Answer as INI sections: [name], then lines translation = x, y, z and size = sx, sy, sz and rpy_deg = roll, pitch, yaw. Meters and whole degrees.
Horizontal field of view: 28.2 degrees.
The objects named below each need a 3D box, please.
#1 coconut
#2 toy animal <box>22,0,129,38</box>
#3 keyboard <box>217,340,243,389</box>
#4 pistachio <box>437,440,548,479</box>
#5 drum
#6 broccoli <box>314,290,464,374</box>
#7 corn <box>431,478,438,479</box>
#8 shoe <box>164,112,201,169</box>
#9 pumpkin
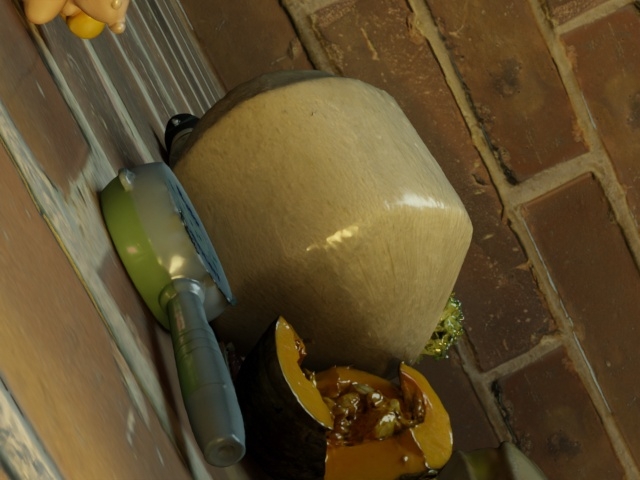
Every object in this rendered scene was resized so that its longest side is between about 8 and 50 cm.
[coconut]
translation = 0.000, 0.000, 1.073
size = 0.266, 0.237, 0.237
rpy_deg = 57, -1, 26
[toy animal]
translation = -0.186, -0.182, 0.908
size = 0.114, 0.082, 0.091
rpy_deg = 47, -42, 43
[keyboard]
translation = -0.043, 0.149, 1.035
size = 0.166, 0.017, 0.055
rpy_deg = 62, 2, -38
[pistachio]
translation = 0.299, 0.496, 1.783
size = 0.365, 0.281, 0.445
rpy_deg = 70, -1, -69
[drum]
translation = -0.093, 0.028, 0.801
size = 0.130, 0.049, 0.253
rpy_deg = 63, 1, -23
[broccoli]
translation = 0.044, 0.120, 1.483
size = 0.252, 0.221, 0.361
rpy_deg = 54, 17, -35
[corn]
translation = 0.129, 0.286, 1.015
size = 0.318, 0.115, 0.115
rpy_deg = 34, -2, 8
[shoe]
translation = -0.122, -0.083, 1.377
size = 0.099, 0.071, 0.169
rpy_deg = 61, 3, 39
[pumpkin]
translation = 0.004, 0.137, 0.955
size = 0.183, 0.107, 0.119
rpy_deg = 28, 31, -33
